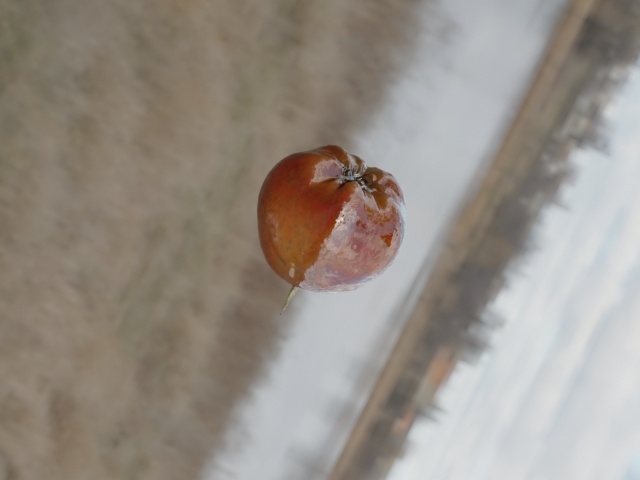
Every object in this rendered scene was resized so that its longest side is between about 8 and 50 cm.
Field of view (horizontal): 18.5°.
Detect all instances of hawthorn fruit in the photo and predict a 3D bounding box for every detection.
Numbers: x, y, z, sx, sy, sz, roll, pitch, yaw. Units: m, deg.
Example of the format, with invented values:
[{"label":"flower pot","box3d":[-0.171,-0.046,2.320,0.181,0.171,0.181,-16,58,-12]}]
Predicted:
[{"label":"hawthorn fruit","box3d":[0.006,-0.015,1.594,0.125,0.125,0.140,-61,-179,-31]}]
